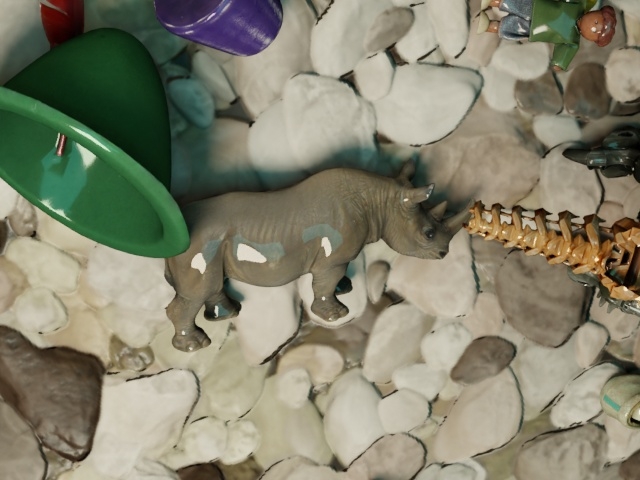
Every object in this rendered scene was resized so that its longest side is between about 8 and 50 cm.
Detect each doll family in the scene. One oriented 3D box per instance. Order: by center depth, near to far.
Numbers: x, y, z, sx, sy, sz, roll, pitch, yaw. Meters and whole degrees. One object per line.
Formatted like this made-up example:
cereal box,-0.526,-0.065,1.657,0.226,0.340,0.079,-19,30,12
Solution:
doll family,0.175,-0.217,0.665,0.111,0.076,0.193,8,113,7

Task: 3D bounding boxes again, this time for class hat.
hat,-0.127,-0.117,0.647,0.173,0.208,0.183,19,66,20

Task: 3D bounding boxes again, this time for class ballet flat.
ballet flat,0.319,0.150,0.830,0.168,0.052,0.057,6,108,-12

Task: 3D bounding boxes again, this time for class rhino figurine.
rhino figurine,0.000,0.000,0.711,0.243,0.073,0.106,-13,113,-7

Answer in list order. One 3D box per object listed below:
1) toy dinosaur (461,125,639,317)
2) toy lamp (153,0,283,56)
toy dinosaur,0.265,0.001,0.681,0.322,0.218,0.164,30,102,-18
toy lamp,-0.117,-0.189,0.564,0.080,0.080,0.275,-51,143,9
